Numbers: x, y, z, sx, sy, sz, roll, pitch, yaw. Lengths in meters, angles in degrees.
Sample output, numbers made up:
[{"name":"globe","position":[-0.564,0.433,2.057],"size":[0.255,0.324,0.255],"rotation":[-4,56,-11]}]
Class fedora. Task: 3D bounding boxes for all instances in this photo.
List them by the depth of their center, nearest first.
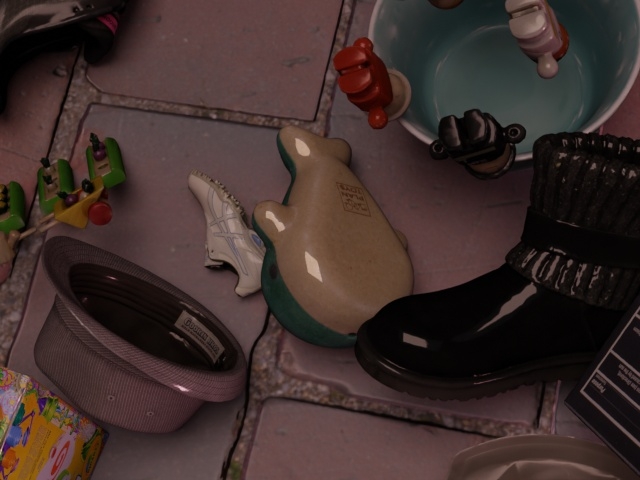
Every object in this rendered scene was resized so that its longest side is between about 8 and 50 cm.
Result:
[{"name":"fedora","position":[-0.221,0.124,1.506],"size":[0.124,0.275,0.244],"rotation":[-55,30,15]}]

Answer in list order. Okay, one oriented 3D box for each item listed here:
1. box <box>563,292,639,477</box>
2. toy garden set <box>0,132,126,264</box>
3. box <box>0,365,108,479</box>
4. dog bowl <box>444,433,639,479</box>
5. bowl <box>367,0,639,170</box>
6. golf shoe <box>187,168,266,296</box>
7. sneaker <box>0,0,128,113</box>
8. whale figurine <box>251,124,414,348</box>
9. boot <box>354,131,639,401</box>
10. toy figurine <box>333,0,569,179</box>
[{"name":"box","position":[0.440,0.136,1.294],"size":[0.294,0.183,0.296],"rotation":[-56,28,8]},{"name":"toy garden set","position":[-0.354,-0.044,1.609],"size":[0.244,0.049,0.204],"rotation":[-25,28,-1]},{"name":"box","position":[-0.394,0.285,1.435],"size":[0.177,0.279,0.290],"rotation":[17,73,15]},{"name":"dog bowl","position":[0.225,0.372,1.355],"size":[0.349,0.102,0.349],"rotation":[-5,52,7]},{"name":"bowl","position":[0.217,-0.204,1.577],"size":[0.311,0.163,0.311],"rotation":[-3,69,8]},{"name":"golf shoe","position":[-0.119,-0.009,1.615],"size":[0.086,0.069,0.176],"rotation":[-42,68,-1]},{"name":"sneaker","position":[-0.305,-0.344,1.733],"size":[0.483,0.185,0.202],"rotation":[-43,87,-4]},{"name":"whale figurine","position":[0.000,0.000,1.551],"size":[0.141,0.216,0.272],"rotation":[-42,50,40]},{"name":"boot","position":[0.211,0.019,1.406],"size":[0.348,0.260,0.131],"rotation":[-6,33,-18]},{"name":"toy figurine","position":[0.143,-0.189,1.402],"size":[0.213,0.148,0.209],"rotation":[29,93,21]}]
